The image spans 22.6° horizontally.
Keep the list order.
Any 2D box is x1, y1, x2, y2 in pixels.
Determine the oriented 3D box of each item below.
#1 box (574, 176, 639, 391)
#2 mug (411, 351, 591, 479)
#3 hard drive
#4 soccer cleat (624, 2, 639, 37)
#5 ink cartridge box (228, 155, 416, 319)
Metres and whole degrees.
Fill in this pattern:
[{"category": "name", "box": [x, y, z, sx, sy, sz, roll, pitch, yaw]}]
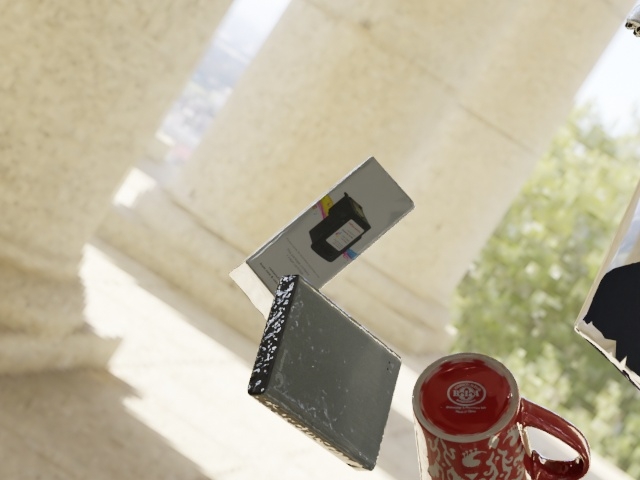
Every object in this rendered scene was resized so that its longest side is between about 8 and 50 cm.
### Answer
[{"category": "box", "box": [0.290, 0.038, 0.708, 0.294, 0.182, 0.296, 25, 4, 2]}, {"category": "mug", "box": [0.150, 0.172, 1.411, 0.113, 0.150, 0.169, 56, -11, 38]}, {"category": "hard drive", "box": [0.004, 0.097, 1.155, 0.022, 0.094, 0.135, -6, -33, 39]}, {"category": "soccer cleat", "box": [0.413, -0.223, 1.600, 0.109, 0.116, 0.318, 37, 4, -18]}, {"category": "ink cartridge box", "box": [0.000, 0.000, 1.658, 0.072, 0.175, 0.127, 50, -14, -2]}]
